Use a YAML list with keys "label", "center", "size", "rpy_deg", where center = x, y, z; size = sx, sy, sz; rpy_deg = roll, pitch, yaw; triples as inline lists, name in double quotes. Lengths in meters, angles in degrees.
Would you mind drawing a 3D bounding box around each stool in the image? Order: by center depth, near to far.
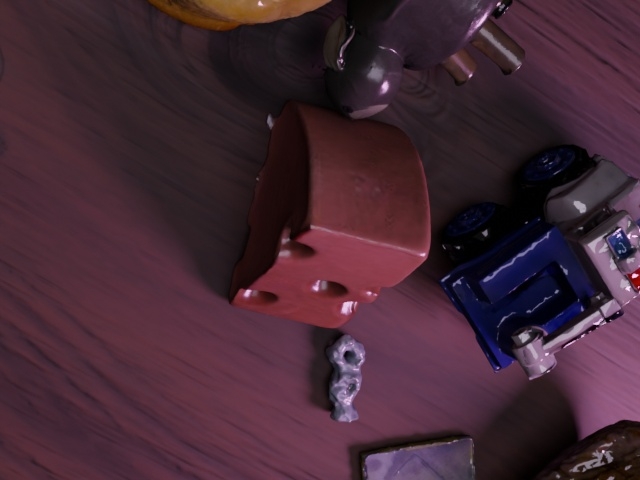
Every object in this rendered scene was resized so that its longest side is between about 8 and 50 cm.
- label: "stool"
  center: [0.100, -0.206, 1.297]
  size: [0.139, 0.153, 0.228]
  rpy_deg: [33, 118, -21]

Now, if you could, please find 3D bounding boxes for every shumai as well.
- label: "shumai"
  center: [0.285, 0.295, 1.439]
  size: [0.218, 0.184, 0.185]
  rpy_deg: [-56, 144, -13]

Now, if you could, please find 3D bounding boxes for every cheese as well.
- label: "cheese"
  center: [0.011, -0.013, 1.279]
  size: [0.128, 0.177, 0.203]
  rpy_deg: [16, 94, -17]

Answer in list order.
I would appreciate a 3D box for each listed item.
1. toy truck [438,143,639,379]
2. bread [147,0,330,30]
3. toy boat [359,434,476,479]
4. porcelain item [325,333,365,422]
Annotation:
- label: "toy truck"
  center: [0.226, 0.023, 1.347]
  size: [0.213, 0.177, 0.161]
  rpy_deg: [-36, 105, -7]
- label: "bread"
  center: [-0.059, -0.307, 1.228]
  size: [0.270, 0.148, 0.270]
  rpy_deg: [-4, 103, -18]
- label: "toy boat"
  center: [0.095, 0.227, 1.428]
  size: [0.115, 0.016, 0.063]
  rpy_deg: [-8, 101, -15]
- label: "porcelain item"
  center: [0.024, 0.129, 1.385]
  size: [0.036, 0.028, 0.083]
  rpy_deg: [-1, 98, -13]
